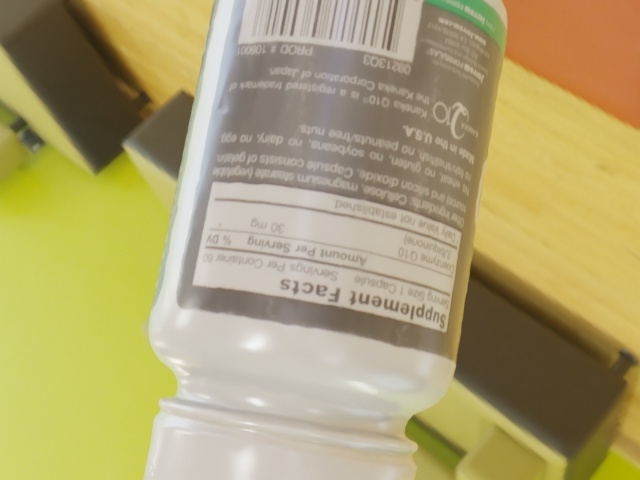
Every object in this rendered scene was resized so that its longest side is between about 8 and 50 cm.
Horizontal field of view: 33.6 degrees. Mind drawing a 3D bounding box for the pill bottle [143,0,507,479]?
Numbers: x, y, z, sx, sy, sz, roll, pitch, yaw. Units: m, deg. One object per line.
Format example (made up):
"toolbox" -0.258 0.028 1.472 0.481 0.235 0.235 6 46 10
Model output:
"pill bottle" 0.000 0.000 0.707 0.204 0.361 0.204 10 172 1
